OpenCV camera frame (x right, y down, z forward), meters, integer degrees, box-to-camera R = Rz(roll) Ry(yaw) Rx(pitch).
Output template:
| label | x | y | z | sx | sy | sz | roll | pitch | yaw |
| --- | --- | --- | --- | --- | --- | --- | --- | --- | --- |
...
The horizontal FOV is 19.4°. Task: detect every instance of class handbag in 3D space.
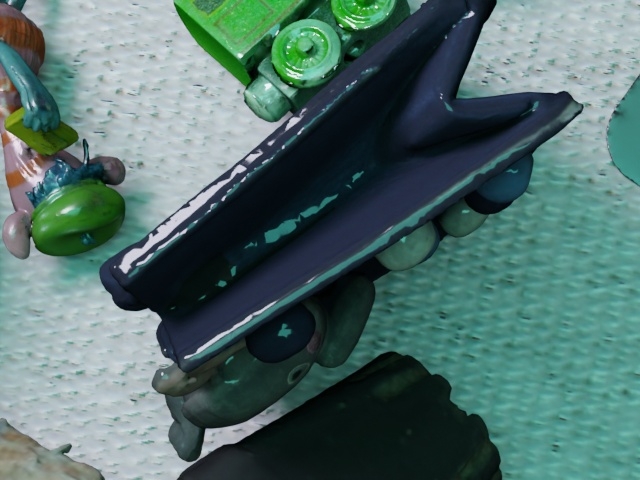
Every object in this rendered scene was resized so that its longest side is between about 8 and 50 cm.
| label | x | y | z | sx | sy | sz | roll | pitch | yaw |
| --- | --- | --- | --- | --- | --- | --- | --- | --- | --- |
| handbag | 0.000 | 0.000 | 0.986 | 0.269 | 0.325 | 0.118 | -37 | 86 | -1 |

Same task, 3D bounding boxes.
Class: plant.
| label | x | y | z | sx | sy | sz | roll | pitch | yaw |
| --- | --- | --- | --- | --- | --- | --- | --- | --- | --- |
| plant | -0.019 | 0.174 | 1.043 | 0.256 | 0.164 | 0.142 | -42 | 85 | -20 |

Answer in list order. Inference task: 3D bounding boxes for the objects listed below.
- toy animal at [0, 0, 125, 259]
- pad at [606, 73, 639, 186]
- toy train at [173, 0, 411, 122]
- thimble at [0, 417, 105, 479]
| label | x | y | z | sx | sy | sz | roll | pitch | yaw |
| --- | --- | --- | --- | --- | --- | --- | --- | --- | --- |
| toy animal | -0.178 | -0.095 | 1.118 | 0.100 | 0.103 | 0.208 | -11 | 77 | -18 |
| pad | 0.323 | -0.052 | 1.139 | 0.267 | 0.004 | 0.181 | 35 | 84 | 7 |
| toy train | 0.033 | -0.178 | 1.138 | 0.251 | 0.085 | 0.119 | -45 | 66 | -8 |
| thimble | -0.220 | 0.215 | 1.029 | 0.148 | 0.196 | 0.229 | 24 | 53 | 3 |
